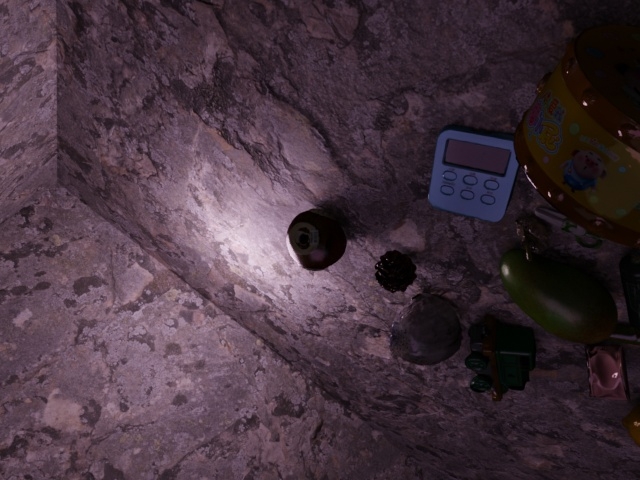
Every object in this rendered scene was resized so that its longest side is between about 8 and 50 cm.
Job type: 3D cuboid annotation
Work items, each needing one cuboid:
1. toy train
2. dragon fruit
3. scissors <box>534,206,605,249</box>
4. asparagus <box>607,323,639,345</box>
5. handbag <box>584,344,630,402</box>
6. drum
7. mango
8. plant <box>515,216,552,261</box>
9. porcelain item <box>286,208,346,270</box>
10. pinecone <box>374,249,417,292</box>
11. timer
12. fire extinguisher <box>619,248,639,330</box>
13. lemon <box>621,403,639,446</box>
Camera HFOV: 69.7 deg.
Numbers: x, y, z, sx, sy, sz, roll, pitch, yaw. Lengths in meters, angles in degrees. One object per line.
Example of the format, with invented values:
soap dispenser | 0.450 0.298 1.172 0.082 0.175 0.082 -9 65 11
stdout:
toy train | 0.705 0.462 1.784 0.249 0.178 0.429 -3 131 26
dragon fruit | 0.412 0.380 1.801 0.204 0.221 0.283 29 127 42
scissors | 0.709 -0.044 1.304 0.204 0.027 0.101 27 143 8
asparagus | 1.020 0.305 1.438 0.278 0.060 0.067 9 118 31
handbag | 0.962 0.443 1.545 0.116 0.179 0.205 -8 129 34
drum | 0.614 -0.202 0.869 0.431 0.431 0.214 27 143 10
mango | 0.715 0.162 1.399 0.382 0.201 0.225 40 169 9
plant | 0.614 -0.002 1.357 0.116 0.122 0.104 34 156 -12
porcelain item | 0.000 0.000 1.800 0.253 0.253 0.253 22 143 18
pinecone | 0.275 0.110 1.711 0.174 0.173 0.173 22 143 18
timer | 0.433 -0.191 1.305 0.232 0.091 0.250 17 137 24
fire extinguisher | 0.906 0.119 1.287 0.114 0.095 0.311 -31 120 4
lemon | 1.195 0.659 1.597 0.257 0.188 0.188 0 132 42
